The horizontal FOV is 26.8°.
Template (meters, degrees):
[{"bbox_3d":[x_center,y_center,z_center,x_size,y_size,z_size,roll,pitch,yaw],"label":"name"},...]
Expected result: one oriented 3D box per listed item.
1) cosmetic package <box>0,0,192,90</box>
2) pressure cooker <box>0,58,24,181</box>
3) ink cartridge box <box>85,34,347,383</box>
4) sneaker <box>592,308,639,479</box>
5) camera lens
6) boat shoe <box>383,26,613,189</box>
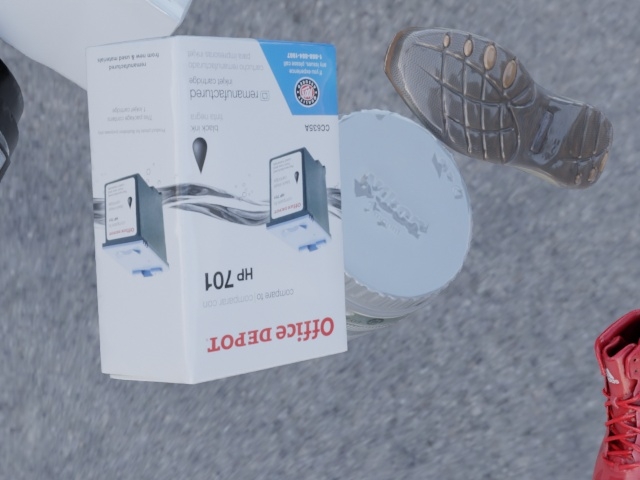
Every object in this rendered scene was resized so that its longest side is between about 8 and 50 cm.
[{"bbox_3d":[-0.222,-0.391,1.485,0.230,0.161,0.453,32,45,-18],"label":"cosmetic package"},{"bbox_3d":[-0.513,-0.106,1.360,0.375,0.370,0.421,26,67,-10],"label":"pressure cooker"},{"bbox_3d":[-0.058,-0.020,0.790,0.139,0.082,0.191,-7,95,-49],"label":"ink cartridge box"},{"bbox_3d":[0.283,0.167,1.281,0.128,0.087,0.221,37,63,-39],"label":"sneaker"},{"bbox_3d":[0.000,0.000,1.410,0.219,0.274,0.220,10,69,-30],"label":"camera lens"},{"bbox_3d":[0.181,-0.143,1.468,0.324,0.116,0.123,26,90,-37],"label":"boat shoe"}]
